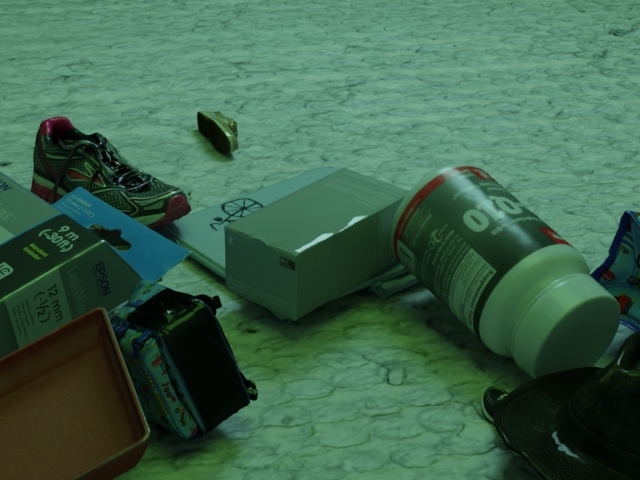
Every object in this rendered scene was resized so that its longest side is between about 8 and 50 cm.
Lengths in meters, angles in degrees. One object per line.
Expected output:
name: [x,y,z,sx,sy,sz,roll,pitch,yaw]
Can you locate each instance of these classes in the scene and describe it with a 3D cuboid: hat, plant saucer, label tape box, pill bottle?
hat: [0.361,0.179,1.606,0.331,0.134,0.331,12,26,-6]
plant saucer: [-0.300,0.203,1.507,0.258,0.047,0.259,-29,32,-3]
label tape box: [-0.369,0.019,1.800,0.348,0.115,0.249,-34,44,-29]
pill bottle: [0.227,0.041,1.845,0.161,0.161,0.283,-14,42,-32]

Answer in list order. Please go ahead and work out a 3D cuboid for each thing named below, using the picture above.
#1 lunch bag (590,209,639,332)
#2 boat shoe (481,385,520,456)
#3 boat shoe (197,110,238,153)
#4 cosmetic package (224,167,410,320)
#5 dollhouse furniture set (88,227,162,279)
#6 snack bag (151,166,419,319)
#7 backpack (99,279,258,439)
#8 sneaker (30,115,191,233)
lunch bag: [0.499,0.103,1.821,0.221,0.138,0.293,3,33,-41]
boat shoe: [0.216,0.196,1.697,0.046,0.038,0.125,-1,27,-11]
boat shoe: [-0.154,-0.177,2.371,0.045,0.050,0.135,-13,31,-21]
cosmetic package: [0.000,0.000,1.916,0.127,0.107,0.238,24,38,37]
dollhouse furniture set: [-0.283,0.015,1.962,0.152,0.058,0.076,-4,28,-16]
snack bag: [-0.011,0.003,2.053,0.343,0.037,0.323,-20,35,-35]
backpack: [-0.175,0.127,1.659,0.117,0.158,0.173,-35,30,-27]
sneaker: [-0.302,-0.087,2.075,0.299,0.112,0.121,20,26,37]
